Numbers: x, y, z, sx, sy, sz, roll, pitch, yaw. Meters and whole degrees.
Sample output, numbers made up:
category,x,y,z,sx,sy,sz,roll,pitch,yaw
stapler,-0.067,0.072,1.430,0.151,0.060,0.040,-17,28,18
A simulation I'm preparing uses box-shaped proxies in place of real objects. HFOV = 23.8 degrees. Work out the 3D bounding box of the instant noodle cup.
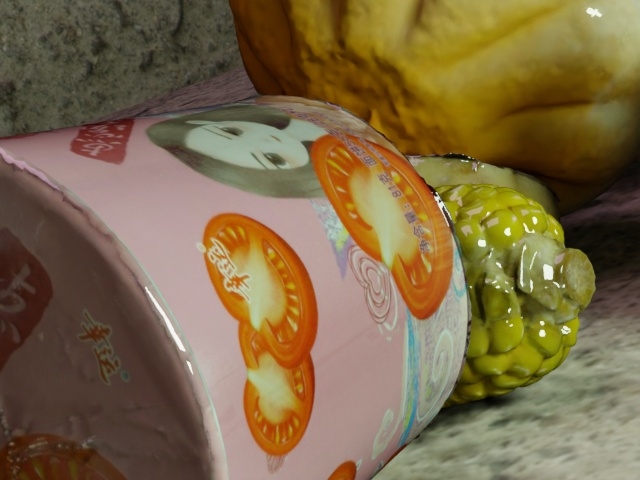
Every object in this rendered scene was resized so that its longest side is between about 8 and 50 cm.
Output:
category,x,y,z,sx,sy,sz,roll,pitch,yaw
instant noodle cup,-0.072,0.052,0.655,0.243,0.243,0.231,-11,7,36

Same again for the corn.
category,x,y,z,sx,sy,sz,roll,pitch,yaw
corn,-0.013,0.040,0.837,0.363,0.120,0.120,-7,17,40

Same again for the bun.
category,x,y,z,sx,sy,sz,roll,pitch,yaw
bun,0.067,-0.117,0.935,0.299,0.299,0.165,-7,37,46

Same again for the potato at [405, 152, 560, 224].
category,x,y,z,sx,sy,sz,roll,pitch,yaw
potato,0.048,0.010,0.916,0.200,0.081,0.164,-13,-26,42
